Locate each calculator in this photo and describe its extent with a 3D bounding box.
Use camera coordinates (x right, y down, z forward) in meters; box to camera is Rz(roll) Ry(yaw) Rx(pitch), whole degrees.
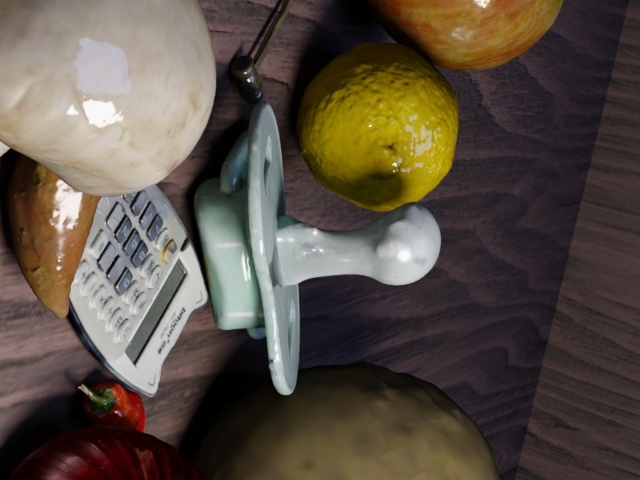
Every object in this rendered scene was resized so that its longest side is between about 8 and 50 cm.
[{"bbox_3d":[-0.194,0.039,1.495,0.177,0.040,0.268,-62,154,-27],"label":"calculator"}]

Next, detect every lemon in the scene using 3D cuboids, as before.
[{"bbox_3d":[0.071,-0.138,1.771,0.260,0.204,0.204,-98,-165,-71],"label":"lemon"}]

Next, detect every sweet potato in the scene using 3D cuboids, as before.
[{"bbox_3d":[-0.211,-0.106,1.287,0.106,0.095,0.354,18,87,-63],"label":"sweet potato"}]

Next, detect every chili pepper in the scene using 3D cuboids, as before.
[{"bbox_3d":[-0.213,0.182,1.530,0.191,0.050,0.059,60,36,-70],"label":"chili pepper"}]

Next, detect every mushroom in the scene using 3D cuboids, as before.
[{"bbox_3d":[-0.231,-0.121,1.024,0.290,0.297,0.297,-50,156,2],"label":"mushroom"}]

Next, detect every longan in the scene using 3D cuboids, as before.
[{"bbox_3d":[0.008,0.350,1.768,0.436,0.404,0.404,-36,144,-16],"label":"longan"}]

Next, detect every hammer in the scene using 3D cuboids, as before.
[{"bbox_3d":[-0.030,-0.285,1.684,0.058,0.029,0.292,72,38,-56],"label":"hammer"}]

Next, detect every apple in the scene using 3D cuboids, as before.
[{"bbox_3d":[0.175,-0.371,1.851,0.277,0.250,0.309,51,35,-46],"label":"apple"}]

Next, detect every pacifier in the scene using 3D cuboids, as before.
[{"bbox_3d":[0.000,0.000,1.638,0.288,0.269,0.343,-88,175,-54],"label":"pacifier"}]

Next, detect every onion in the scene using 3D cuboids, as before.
[{"bbox_3d":[-0.229,0.321,1.436,0.273,0.285,0.273,11,72,-36],"label":"onion"}]
